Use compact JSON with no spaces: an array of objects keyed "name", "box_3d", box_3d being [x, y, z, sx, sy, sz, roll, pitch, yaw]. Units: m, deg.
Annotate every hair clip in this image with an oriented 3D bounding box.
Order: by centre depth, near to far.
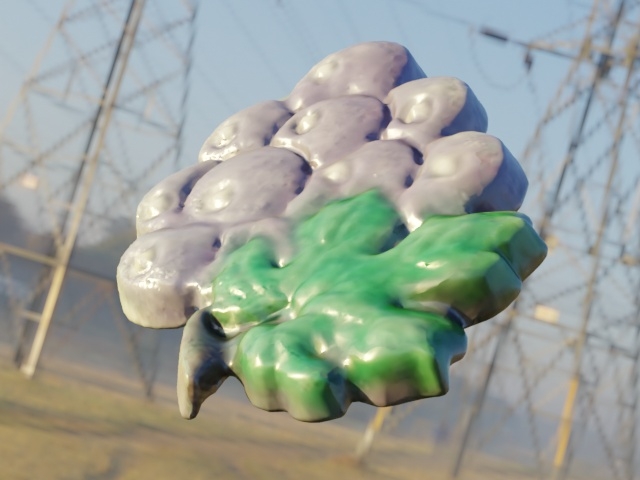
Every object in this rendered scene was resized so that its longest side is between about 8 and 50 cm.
[{"name":"hair clip","box_3d":[0.001,0.001,0.501,0.195,0.124,0.052,-108,173,-64]}]
